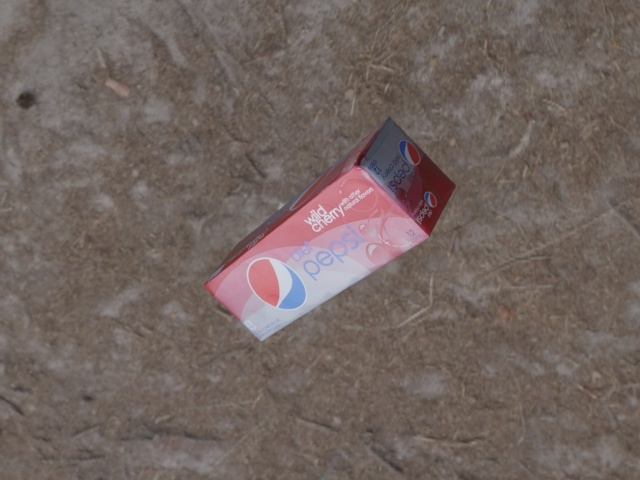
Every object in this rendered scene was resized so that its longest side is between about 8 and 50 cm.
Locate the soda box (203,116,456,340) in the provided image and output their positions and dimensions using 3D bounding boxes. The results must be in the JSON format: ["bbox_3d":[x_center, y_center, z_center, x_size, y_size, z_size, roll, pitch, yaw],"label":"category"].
[{"bbox_3d":[0.000,0.000,0.717,0.092,0.083,0.263,45,135,-9],"label":"soda box"}]
